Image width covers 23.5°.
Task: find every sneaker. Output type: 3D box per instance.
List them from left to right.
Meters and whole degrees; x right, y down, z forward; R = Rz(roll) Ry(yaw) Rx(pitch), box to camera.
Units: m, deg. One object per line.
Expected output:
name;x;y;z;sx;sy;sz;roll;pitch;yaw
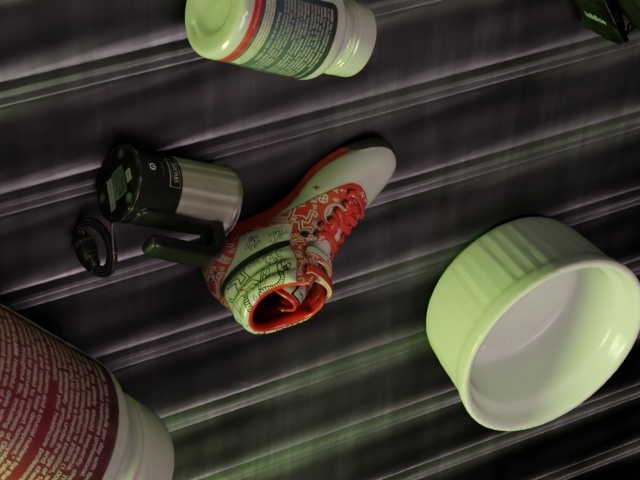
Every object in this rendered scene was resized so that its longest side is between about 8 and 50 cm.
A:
sneaker;0.000;0.001;1.741;0.270;0.145;0.090;-32;136;-7

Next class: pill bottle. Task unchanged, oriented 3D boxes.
pill bottle;-0.346;0.190;1.613;0.224;0.224;0.392;-45;136;7
pill bottle;-0.036;-0.221;1.561;0.180;0.108;0.108;9;119;-38

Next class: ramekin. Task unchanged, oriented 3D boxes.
ramekin;0.273;0.102;2.013;0.277;0.135;0.277;-18;133;-20

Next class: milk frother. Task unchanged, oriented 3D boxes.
milk frother;-0.179;-0.024;1.654;0.134;0.129;0.143;11;161;-38

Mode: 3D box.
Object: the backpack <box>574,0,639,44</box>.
backpack;0.393;-0.308;1.676;0.213;0.276;0.263;-50;129;5
